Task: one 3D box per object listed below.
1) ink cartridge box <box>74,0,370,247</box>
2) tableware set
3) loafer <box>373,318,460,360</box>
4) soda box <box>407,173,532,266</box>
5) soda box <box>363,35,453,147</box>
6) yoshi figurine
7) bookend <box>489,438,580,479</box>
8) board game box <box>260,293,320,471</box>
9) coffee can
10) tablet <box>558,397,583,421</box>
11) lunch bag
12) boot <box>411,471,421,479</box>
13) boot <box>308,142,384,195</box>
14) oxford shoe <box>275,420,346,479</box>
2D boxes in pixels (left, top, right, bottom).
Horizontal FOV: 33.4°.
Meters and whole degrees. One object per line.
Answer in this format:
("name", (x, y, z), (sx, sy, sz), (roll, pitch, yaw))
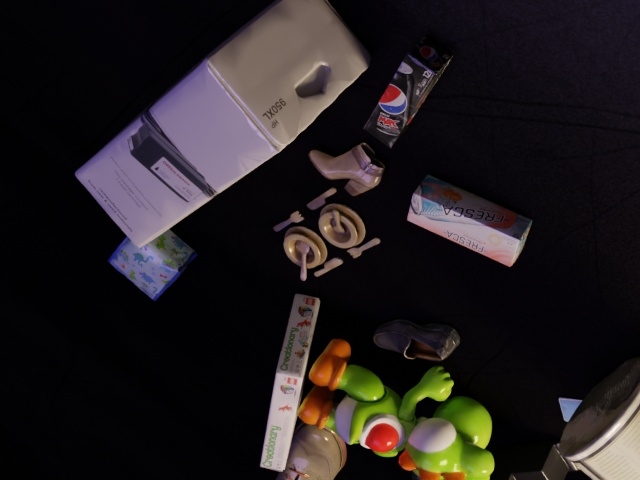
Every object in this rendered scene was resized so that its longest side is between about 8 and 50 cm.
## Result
("ink cartridge box", (-0.151, -0.189, 1.622), (0.166, 0.285, 0.395), (50, 137, -11))
("tableware set", (0.000, 0.000, 1.865), (0.128, 0.039, 0.194), (48, 138, -10))
("loafer", (0.160, 0.180, 1.891), (0.170, 0.061, 0.062), (-4, 124, 39))
("soda box", (0.230, -0.032, 1.659), (0.183, 0.058, 0.063), (25, 137, 15))
("soda box", (0.126, -0.216, 1.569), (0.053, 0.060, 0.169), (36, 139, 5))
("yoshi figurine", (0.157, 0.315, 1.932), (0.362, 0.203, 0.203), (27, 168, 14))
("bookend", (0.359, 0.441, 1.907), (0.157, 0.156, 0.072), (-19, 113, 43))
("board game box", (-0.059, 0.273, 2.029), (0.053, 0.193, 0.305), (12, 135, 1))
("coffee can", (0.541, 0.343, 1.656), (0.275, 0.201, 0.201), (40, 139, -1))
("tablet", (0.451, 0.292, 1.823), (0.083, 0.006, 0.054), (1, 126, 34))
("lunch bag", (-0.336, 0.039, 2.098), (0.129, 0.096, 0.151), (42, 129, -4))
("boot", (0.292, 0.503, 2.055), (0.161, 0.246, 0.083), (-43, 138, 11))
("boot", (0.046, -0.128, 1.725), (0.118, 0.042, 0.087), (39, 132, -2))
("oxford shoe", (-0.034, 0.503, 2.260), (0.123, 0.130, 0.348), (27, 137, 13))
